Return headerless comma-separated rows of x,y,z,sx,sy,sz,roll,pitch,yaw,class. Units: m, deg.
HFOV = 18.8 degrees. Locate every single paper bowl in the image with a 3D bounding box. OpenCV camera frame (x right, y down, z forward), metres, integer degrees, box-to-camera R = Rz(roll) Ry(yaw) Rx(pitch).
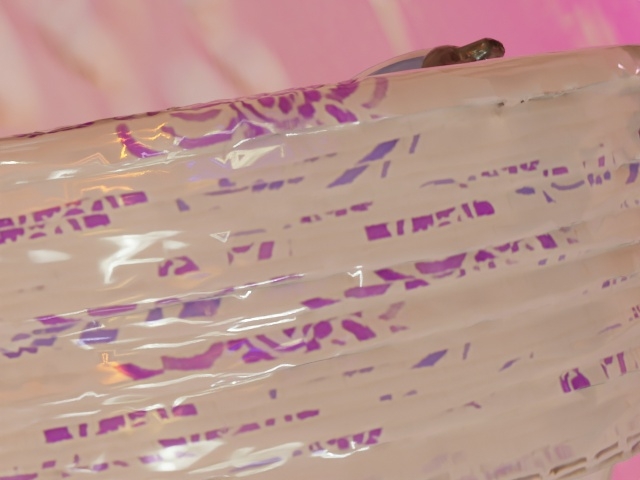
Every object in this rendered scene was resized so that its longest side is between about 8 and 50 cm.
-0.039,0.041,0.504,0.284,0.284,0.148,-20,100,-68,paper bowl

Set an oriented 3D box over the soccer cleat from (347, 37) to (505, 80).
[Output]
0.000,0.000,0.841,0.116,0.143,0.331,62,26,-3,soccer cleat
